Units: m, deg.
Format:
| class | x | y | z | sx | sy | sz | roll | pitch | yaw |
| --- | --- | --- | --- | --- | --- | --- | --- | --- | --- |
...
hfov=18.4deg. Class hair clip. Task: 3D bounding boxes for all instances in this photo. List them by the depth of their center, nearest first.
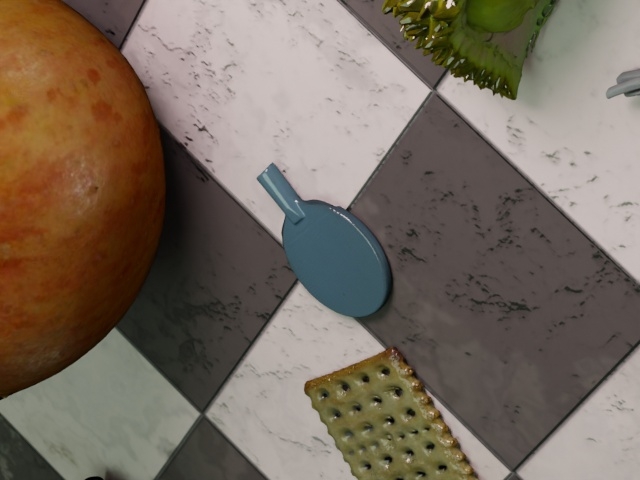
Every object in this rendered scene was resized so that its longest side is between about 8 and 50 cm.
| class | x | y | z | sx | sy | sz | roll | pitch | yaw |
| --- | --- | --- | --- | --- | --- | --- | --- | --- | --- |
| hair clip | 0.256 | -0.103 | 1.387 | 0.115 | 0.030 | 0.039 | 5 | 121 | 38 |

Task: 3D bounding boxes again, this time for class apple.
| class | x | y | z | sx | sy | sz | roll | pitch | yaw |
| --- | --- | --- | --- | --- | --- | --- | --- | --- | --- |
| apple | -0.323 | -0.049 | 1.718 | 0.400 | 0.333 | 0.400 | 7 | 104 | 27 |

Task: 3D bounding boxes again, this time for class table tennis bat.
| class | x | y | z | sx | sy | sz | roll | pitch | yaw |
| --- | --- | --- | --- | --- | --- | --- | --- | --- | --- |
| table tennis bat | 0.000 | 0.000 | 1.683 | 0.155 | 0.019 | 0.100 | 50 | 137 | 0 |

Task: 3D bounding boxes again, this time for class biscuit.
| class | x | y | z | sx | sy | sz | roll | pitch | yaw |
| --- | --- | --- | --- | --- | --- | --- | --- | --- | --- |
| biscuit | 0.073 | 0.195 | 1.750 | 0.144 | 0.016 | 0.203 | -23 | 100 | 46 |

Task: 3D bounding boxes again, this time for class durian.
| class | x | y | z | sx | sy | sz | roll | pitch | yaw |
| --- | --- | --- | --- | --- | --- | --- | --- | --- | --- |
| durian | 0.123 | -0.249 | 1.341 | 0.158 | 0.169 | 0.352 | 60 | 143 | 34 |

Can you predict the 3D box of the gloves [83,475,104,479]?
| class | x | y | z | sx | sy | sz | roll | pitch | yaw |
| --- | --- | --- | --- | --- | --- | --- | --- | --- | --- |
| gloves | -0.152 | 0.324 | 1.964 | 0.268 | 0.107 | 0.135 | 38 | 130 | 40 |
